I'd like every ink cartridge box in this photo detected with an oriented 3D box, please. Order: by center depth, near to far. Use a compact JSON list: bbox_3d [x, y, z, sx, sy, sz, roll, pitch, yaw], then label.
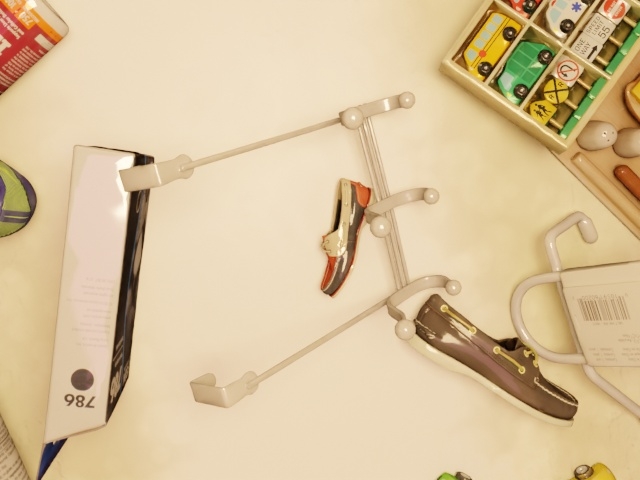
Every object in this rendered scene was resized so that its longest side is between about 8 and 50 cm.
[{"bbox_3d":[-0.229,0.070,0.753,0.065,0.165,0.333,8,96,-8],"label":"ink cartridge box"}]

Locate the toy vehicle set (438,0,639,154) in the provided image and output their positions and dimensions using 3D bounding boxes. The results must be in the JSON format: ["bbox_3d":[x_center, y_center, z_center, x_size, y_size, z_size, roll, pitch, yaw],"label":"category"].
[{"bbox_3d":[0.274,-0.249,0.791,0.166,0.035,0.267,35,88,4],"label":"toy vehicle set"}]

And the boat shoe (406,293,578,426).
[{"bbox_3d":[0.212,0.142,0.848,0.227,0.081,0.069,29,96,-6],"label":"boat shoe"}]

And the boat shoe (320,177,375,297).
[{"bbox_3d":[0.022,-0.003,0.828,0.043,0.049,0.137,19,87,-21],"label":"boat shoe"}]

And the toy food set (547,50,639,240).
[{"bbox_3d":[0.437,-0.107,0.841,0.306,0.092,0.220,42,90,-9],"label":"toy food set"}]

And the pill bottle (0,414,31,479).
[{"bbox_3d":[-0.412,0.222,0.751,0.160,0.160,0.283,-22,97,-3],"label":"pill bottle"}]

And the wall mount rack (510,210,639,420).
[{"bbox_3d":[0.396,0.105,0.784,0.130,0.350,0.304,-25,98,-36],"label":"wall mount rack"}]

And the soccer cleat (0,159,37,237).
[{"bbox_3d":[-0.436,-0.082,0.737,0.289,0.121,0.093,22,94,-7],"label":"soccer cleat"}]

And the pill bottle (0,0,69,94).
[{"bbox_3d":[-0.346,-0.201,0.752,0.152,0.086,0.086,-43,98,0],"label":"pill bottle"}]

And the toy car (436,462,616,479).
[{"bbox_3d":[0.238,0.357,0.887,0.225,0.053,0.239,26,92,-8],"label":"toy car"}]

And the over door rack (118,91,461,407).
[{"bbox_3d":[0.000,0.000,0.720,0.324,0.108,0.240,-22,103,-30],"label":"over door rack"}]
